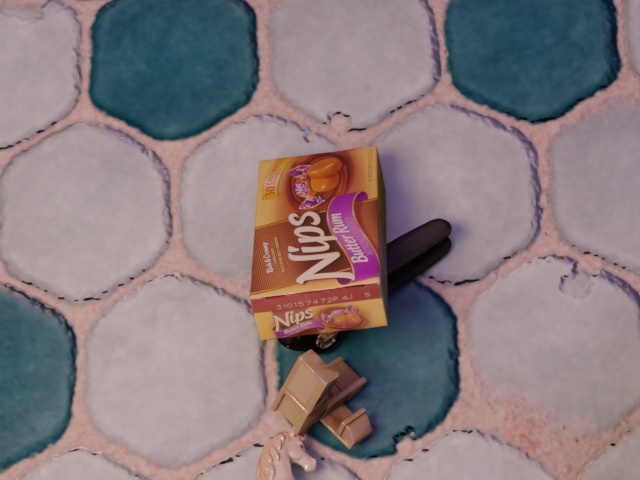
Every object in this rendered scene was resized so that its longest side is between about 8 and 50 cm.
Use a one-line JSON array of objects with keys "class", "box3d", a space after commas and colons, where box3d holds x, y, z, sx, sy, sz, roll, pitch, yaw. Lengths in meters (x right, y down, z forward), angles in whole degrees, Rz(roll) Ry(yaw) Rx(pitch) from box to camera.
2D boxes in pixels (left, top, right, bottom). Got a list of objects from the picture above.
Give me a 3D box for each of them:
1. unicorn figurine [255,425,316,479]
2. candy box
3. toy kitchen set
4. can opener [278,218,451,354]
[{"class": "unicorn figurine", "box3d": [-0.036, 0.229, 1.373, 0.162, 0.060, 0.111, -38, 72, -12]}, {"class": "candy box", "box3d": [0.000, 0.000, 1.420, 0.109, 0.053, 0.187, -7, 38, 7]}, {"class": "toy kitchen set", "box3d": [0.019, 0.125, 1.389, 0.068, 0.075, 0.083, 44, 46, 17]}, {"class": "can opener", "box3d": [0.036, 0.036, 1.447, 0.186, 0.059, 0.073, -31, 69, -8]}]
